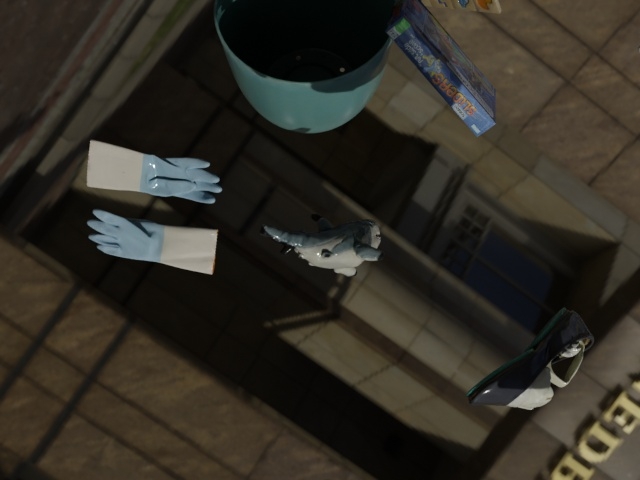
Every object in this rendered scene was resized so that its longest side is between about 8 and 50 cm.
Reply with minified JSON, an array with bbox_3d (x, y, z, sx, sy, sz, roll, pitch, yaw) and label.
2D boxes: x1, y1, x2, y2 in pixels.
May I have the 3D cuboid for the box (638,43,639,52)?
[{"bbox_3d":[0.548,-0.291,1.042,0.322,0.058,0.232,-41,-154,-14],"label":"box"}]

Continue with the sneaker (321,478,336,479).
[{"bbox_3d":[0.100,0.497,1.592,0.118,0.279,0.107,-30,-158,36],"label":"sneaker"}]

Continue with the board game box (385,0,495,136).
[{"bbox_3d":[0.176,-0.255,1.336,0.035,0.201,0.136,-36,-163,26],"label":"board game box"}]

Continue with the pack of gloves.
[{"bbox_3d":[-0.278,-0.060,1.575,0.046,0.232,0.195,-67,167,-72],"label":"pack of gloves"}]

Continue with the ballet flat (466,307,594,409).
[{"bbox_3d":[0.253,0.149,1.081,0.203,0.074,0.074,-31,173,-37],"label":"ballet flat"}]

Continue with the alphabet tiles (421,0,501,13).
[{"bbox_3d":[0.226,-0.573,1.854,0.342,0.285,0.011,19,-117,40],"label":"alphabet tiles"}]

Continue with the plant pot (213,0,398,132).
[{"bbox_3d":[-0.019,-0.318,1.577,0.293,0.293,0.235,-58,165,-21],"label":"plant pot"}]

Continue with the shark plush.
[{"bbox_3d":[0.000,0.000,1.118,0.073,0.161,0.067,131,-43,-62],"label":"shark plush"}]
